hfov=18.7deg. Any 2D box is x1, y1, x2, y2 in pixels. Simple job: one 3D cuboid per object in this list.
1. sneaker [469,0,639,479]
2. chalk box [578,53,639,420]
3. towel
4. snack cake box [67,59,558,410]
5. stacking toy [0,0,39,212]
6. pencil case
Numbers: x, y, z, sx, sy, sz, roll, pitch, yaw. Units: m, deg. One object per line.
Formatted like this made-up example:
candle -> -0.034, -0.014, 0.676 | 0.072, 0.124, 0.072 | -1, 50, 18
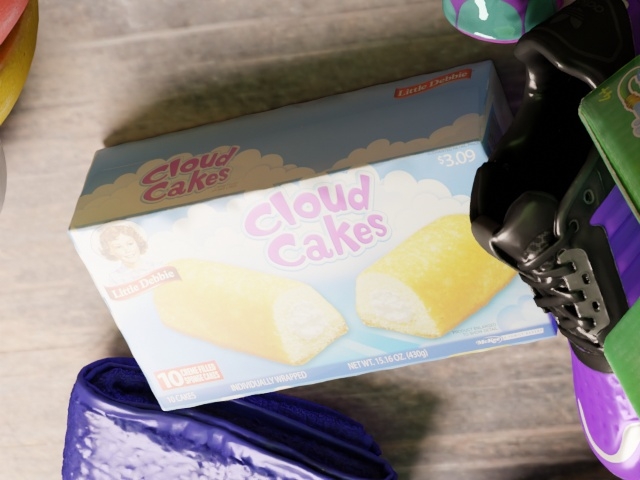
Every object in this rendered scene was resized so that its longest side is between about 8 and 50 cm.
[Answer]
sneaker -> 0.145, 0.003, 1.080 | 0.146, 0.102, 0.293 | -13, 110, -32
chalk box -> 0.254, -0.019, 0.943 | 0.289, 0.180, 0.179 | -38, 124, 12
towel -> -0.082, 0.220, 1.391 | 0.228, 0.076, 0.308 | 20, 130, 4
snack cake box -> 0.000, 0.000, 1.184 | 0.264, 0.089, 0.152 | -12, 125, 19
stacking toy -> -0.255, -0.133, 1.036 | 0.351, 0.350, 0.480 | 2, 144, 9
pencil case -> 0.097, -0.185, 1.034 | 0.070, 0.064, 0.151 | 3, 128, 11
